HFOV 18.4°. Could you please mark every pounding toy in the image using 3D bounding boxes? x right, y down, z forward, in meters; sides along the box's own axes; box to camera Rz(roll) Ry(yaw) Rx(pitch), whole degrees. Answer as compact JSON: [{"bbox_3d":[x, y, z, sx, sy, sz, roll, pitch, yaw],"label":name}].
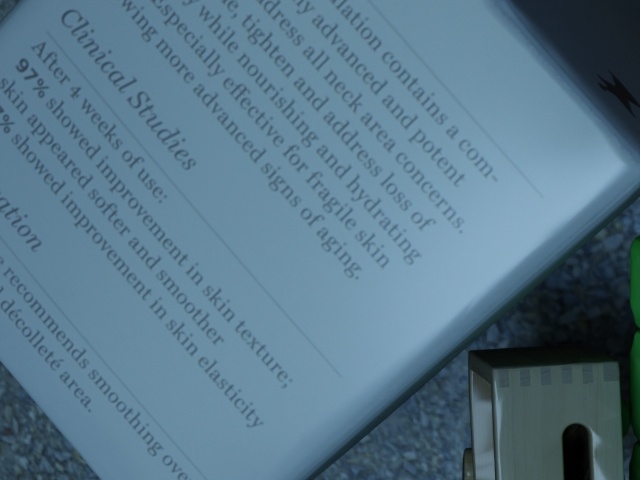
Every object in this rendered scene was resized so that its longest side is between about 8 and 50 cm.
[{"bbox_3d":[0.153,0.164,1.341,0.094,0.206,0.181,-3,92,-3],"label":"pounding toy"}]

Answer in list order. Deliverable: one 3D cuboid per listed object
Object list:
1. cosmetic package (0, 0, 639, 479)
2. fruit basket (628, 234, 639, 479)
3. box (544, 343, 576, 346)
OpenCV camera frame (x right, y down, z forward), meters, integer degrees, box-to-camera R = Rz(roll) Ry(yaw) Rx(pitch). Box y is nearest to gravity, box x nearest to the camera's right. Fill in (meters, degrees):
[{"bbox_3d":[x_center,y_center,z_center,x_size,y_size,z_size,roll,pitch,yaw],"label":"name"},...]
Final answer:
[{"bbox_3d":[-0.003,-0.063,1.272,0.393,0.327,0.329,-42,84,22],"label":"cosmetic package"},{"bbox_3d":[0.349,0.163,1.181,0.392,0.283,0.392,32,129,51],"label":"fruit basket"},{"bbox_3d":[0.193,0.240,1.476,0.063,0.067,0.324,-10,102,32],"label":"box"}]
